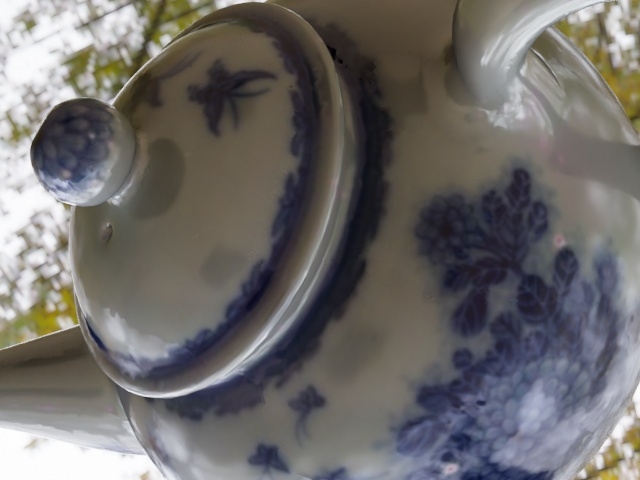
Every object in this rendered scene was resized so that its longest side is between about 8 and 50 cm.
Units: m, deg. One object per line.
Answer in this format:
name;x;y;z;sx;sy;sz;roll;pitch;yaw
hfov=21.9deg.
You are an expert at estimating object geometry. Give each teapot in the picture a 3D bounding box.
teapot;0.000;0.000;0.682;0.424;0.280;0.252;-33;-128;34
